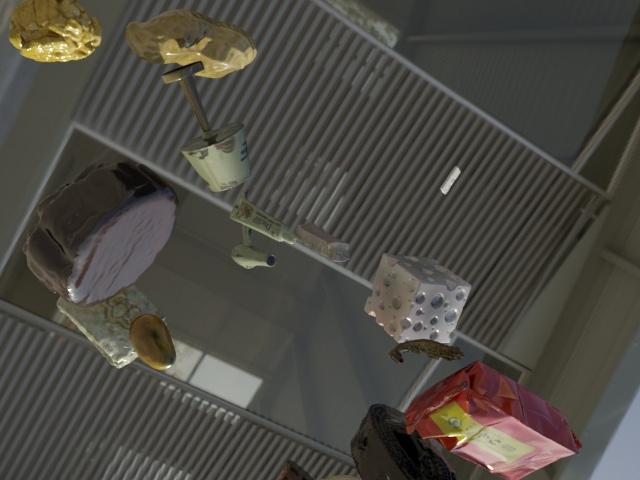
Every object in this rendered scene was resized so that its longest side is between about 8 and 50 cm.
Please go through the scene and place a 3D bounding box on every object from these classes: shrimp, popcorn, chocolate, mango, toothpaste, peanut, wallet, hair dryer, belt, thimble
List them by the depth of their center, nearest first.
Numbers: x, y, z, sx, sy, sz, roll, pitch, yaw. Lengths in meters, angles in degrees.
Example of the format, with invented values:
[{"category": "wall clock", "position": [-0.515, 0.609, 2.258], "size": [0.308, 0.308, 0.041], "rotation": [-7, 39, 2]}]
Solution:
[{"category": "peanut", "position": [-0.242, -0.369, 1.106], "size": [0.197, 0.233, 0.110], "rotation": [26, -75, 52]}, {"category": "shrimp", "position": [0.224, 0.248, 1.305], "size": [0.178, 0.124, 0.034], "rotation": [6, -75, 57]}, {"category": "popcorn", "position": [-0.594, -0.475, 1.323], "size": [0.163, 0.194, 0.140], "rotation": [127, -41, -60]}, {"category": "belt", "position": [0.194, 0.508, 1.362], "size": [0.164, 0.184, 0.289], "rotation": [-63, -141, 20]}, {"category": "chocolate", "position": [-0.087, 0.637, 1.487], "size": [0.133, 0.124, 0.127], "rotation": [-53, -142, -3]}, {"category": "mango", "position": [-0.430, 0.264, 1.512], "size": [0.111, 0.090, 0.163], "rotation": [-46, -115, 43]}, {"category": "toothpaste", "position": [-0.150, -0.047, 1.521], "size": [0.255, 0.037, 0.067], "rotation": [29, -86, 40]}, {"category": "thimble", "position": [-0.603, 0.224, 1.725], "size": [0.195, 0.291, 0.291], "rotation": [-44, -171, -21]}, {"category": "wallet", "position": [0.383, -0.178, 1.739], "size": [0.011, 0.044, 0.083], "rotation": [35, -88, 32]}, {"category": "hair dryer", "position": [-0.221, -0.013, 2.006], "size": [0.229, 0.092, 0.267], "rotation": [34, -58, 44]}]

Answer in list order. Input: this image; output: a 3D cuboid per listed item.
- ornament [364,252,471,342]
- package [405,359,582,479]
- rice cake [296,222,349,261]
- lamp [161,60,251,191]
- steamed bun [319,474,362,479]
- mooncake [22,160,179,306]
[{"category": "ornament", "position": [0.343, 0.206, 2.109], "size": [0.240, 0.239, 0.239], "rotation": [41, -61, 54]}, {"category": "package", "position": [0.370, 0.393, 1.272], "size": [0.196, 0.424, 0.123], "rotation": [-42, -148, 29]}, {"category": "rice cake", "position": [0.000, 0.000, 1.825], "size": [0.365, 0.073, 0.056], "rotation": [-149, -122, -68]}, {"category": "lamp", "position": [-0.195, -0.197, 1.022], "size": [0.121, 0.214, 0.121], "rotation": [-16, -157, 7]}, {"category": "steamed bun", "position": [0.071, 0.766, 1.582], "size": [0.309, 0.309, 0.309], "rotation": [-54, -163, 25]}, {"category": "mooncake", "position": [-0.396, -0.019, 1.078], "size": [0.283, 0.141, 0.283], "rotation": [-50, 169, -13]}]
